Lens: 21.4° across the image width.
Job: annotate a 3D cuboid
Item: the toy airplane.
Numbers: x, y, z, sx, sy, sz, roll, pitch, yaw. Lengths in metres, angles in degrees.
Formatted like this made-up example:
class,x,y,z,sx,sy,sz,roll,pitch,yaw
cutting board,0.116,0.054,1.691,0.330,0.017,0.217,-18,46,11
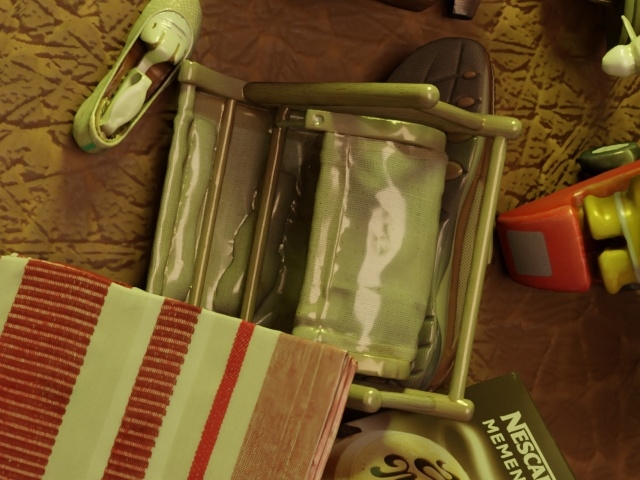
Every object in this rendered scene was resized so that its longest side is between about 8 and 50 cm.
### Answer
class,x,y,z,sx,sy,sz,roll,pitch,yaw
toy airplane,0.371,-0.019,1.439,0.386,0.272,0.384,38,117,14

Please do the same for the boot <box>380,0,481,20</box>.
class,x,y,z,sx,sy,sz,roll,pitch,yaw
boot,0.101,-0.249,1.520,0.118,0.042,0.087,11,81,-27

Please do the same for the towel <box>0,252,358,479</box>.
class,x,y,z,sx,sy,sz,roll,pitch,yaw
towel,-0.150,0.155,1.283,0.037,0.329,0.237,35,73,-63

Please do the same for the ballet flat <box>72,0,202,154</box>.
class,x,y,z,sx,sy,sz,roll,pitch,yaw
ballet flat,-0.141,-0.139,1.393,0.057,0.052,0.168,36,76,-23

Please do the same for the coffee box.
class,x,y,z,sx,sy,sz,roll,pitch,yaw
coffee box,0.063,0.241,1.432,0.297,0.119,0.168,-14,61,-26

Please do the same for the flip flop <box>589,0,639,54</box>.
class,x,y,z,sx,sy,sz,roll,pitch,yaw
flip flop,0.241,-0.295,1.557,0.080,0.112,0.277,-15,102,1

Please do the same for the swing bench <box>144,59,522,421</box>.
class,x,y,z,sx,sy,sz,roll,pitch,yaw
swing bench,0.000,0.000,1.382,0.165,0.255,0.253,14,86,-56

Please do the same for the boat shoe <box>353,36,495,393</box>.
class,x,y,z,sx,sy,sz,roll,pitch,yaw
boat shoe,0.095,-0.016,1.491,0.116,0.123,0.324,17,86,-58
